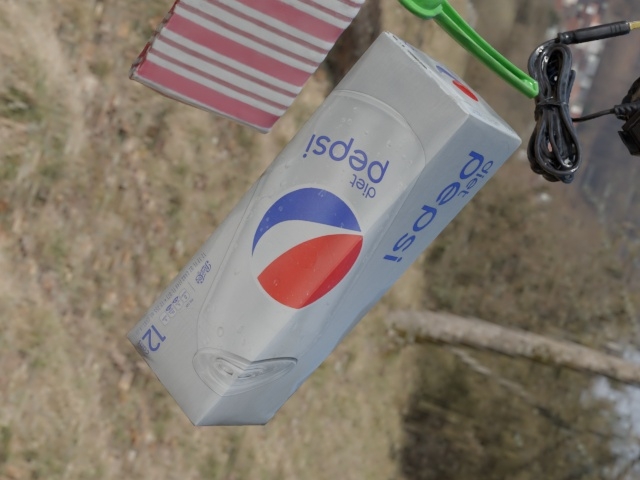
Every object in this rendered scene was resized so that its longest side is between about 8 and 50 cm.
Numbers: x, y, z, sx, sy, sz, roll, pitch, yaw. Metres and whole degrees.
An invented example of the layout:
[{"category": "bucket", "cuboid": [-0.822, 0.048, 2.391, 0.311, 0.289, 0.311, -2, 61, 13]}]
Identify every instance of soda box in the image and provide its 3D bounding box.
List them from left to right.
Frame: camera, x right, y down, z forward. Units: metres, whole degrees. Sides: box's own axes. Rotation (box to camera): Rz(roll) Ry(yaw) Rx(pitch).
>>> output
[{"category": "soda box", "cuboid": [0.000, 0.000, 0.968, 0.286, 0.091, 0.098, -48, 154, 14]}]

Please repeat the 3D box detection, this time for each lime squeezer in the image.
[{"category": "lime squeezer", "cuboid": [0.083, -0.209, 0.980, 0.310, 0.110, 0.059, 72, -2, -48]}]

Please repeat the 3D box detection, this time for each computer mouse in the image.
[{"category": "computer mouse", "cuboid": [0.297, -0.122, 1.155, 0.184, 0.262, 0.060, -90, 162, -46]}]

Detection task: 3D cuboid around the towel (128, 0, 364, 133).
[{"category": "towel", "cuboid": [-0.059, -0.188, 1.214, 0.197, 0.144, 0.029, -52, -150, 30]}]
